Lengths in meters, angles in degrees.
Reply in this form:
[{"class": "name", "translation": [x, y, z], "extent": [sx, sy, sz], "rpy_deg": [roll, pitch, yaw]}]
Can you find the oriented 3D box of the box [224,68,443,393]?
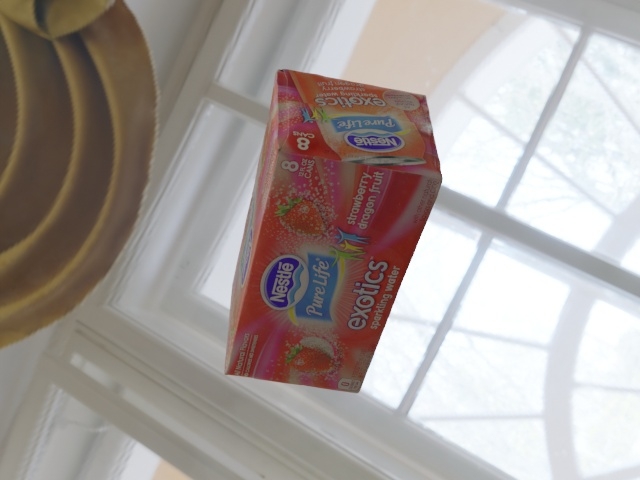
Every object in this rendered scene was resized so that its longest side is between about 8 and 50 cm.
[{"class": "box", "translation": [0.000, 0.000, 0.851], "extent": [0.142, 0.154, 0.299], "rpy_deg": [-91, 14, -49]}]
